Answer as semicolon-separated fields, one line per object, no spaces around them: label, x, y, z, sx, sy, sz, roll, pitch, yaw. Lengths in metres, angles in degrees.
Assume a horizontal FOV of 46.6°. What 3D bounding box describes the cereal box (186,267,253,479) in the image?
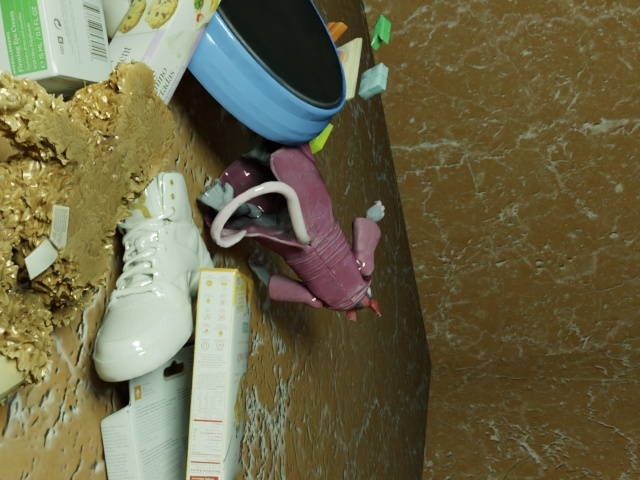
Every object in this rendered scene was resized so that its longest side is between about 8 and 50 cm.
cereal box;-0.113;0.157;0.860;0.173;0.048;0.240;86;6;-84

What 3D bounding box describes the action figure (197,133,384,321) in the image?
action figure;0.000;0.000;1.167;0.370;0.248;0.275;51;0;-23

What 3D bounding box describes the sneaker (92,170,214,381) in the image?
sneaker;-0.201;0.017;0.818;0.292;0.108;0.169;-87;163;-67

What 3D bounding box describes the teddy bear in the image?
teddy bear;-0.245;-0.019;0.630;0.245;0.113;0.337;60;40;-59

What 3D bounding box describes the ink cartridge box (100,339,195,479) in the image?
ink cartridge box;-0.181;0.237;0.883;0.223;0.045;0.223;7;75;-76

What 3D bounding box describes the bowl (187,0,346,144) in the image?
bowl;-0.099;-0.324;1.087;0.391;0.077;0.391;41;32;-32

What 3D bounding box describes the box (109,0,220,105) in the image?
box;-0.177;-0.245;0.849;0.323;0.067;0.063;-66;158;-16

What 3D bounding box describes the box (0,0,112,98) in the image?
box;-0.261;-0.190;0.693;0.102;0.087;0.101;-19;101;-73

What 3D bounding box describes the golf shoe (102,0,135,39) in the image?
golf shoe;-0.266;-0.287;0.810;0.086;0.069;0.176;-52;140;-34

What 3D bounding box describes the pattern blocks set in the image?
pattern blocks set;-0.007;-0.268;1.294;0.026;0.325;0.285;31;46;-35
